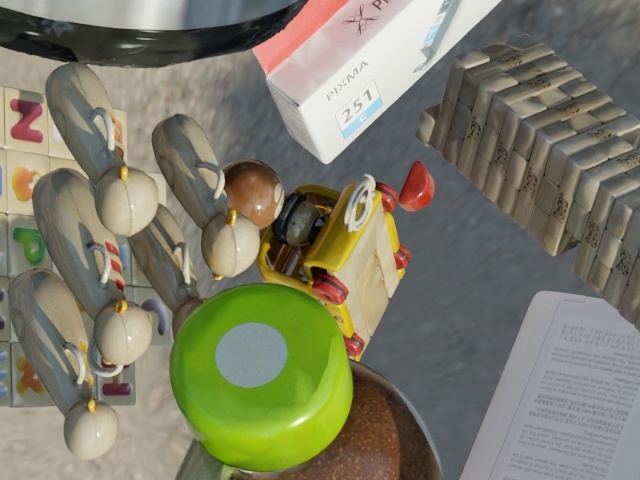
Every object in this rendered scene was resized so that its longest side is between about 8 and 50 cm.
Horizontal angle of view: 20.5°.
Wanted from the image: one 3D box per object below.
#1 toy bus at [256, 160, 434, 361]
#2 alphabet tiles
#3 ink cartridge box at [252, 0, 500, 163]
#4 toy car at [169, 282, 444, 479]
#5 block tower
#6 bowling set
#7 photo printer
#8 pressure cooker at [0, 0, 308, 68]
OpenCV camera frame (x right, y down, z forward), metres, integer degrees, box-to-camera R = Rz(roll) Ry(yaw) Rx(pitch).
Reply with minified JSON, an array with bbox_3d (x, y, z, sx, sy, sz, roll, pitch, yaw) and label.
[{"bbox_3d":[-0.001,0.010,1.384,0.104,0.191,0.202,21,112,19],"label":"toy bus"},{"bbox_3d":[-0.245,0.008,1.605,0.011,0.342,0.285,-7,83,32],"label":"alphabet tiles"},{"bbox_3d":[0.064,-0.251,1.850,0.296,0.261,0.066,-44,64,-8],"label":"ink cartridge box"},{"bbox_3d":[0.040,0.120,0.528,0.188,0.155,0.149,16,64,16],"label":"toy car"},{"bbox_3d":[0.219,-0.033,1.349,0.091,0.097,0.335,-22,50,-35],"label":"block tower"},{"bbox_3d":[-0.094,0.006,1.210,0.200,0.287,0.154,-13,56,-23],"label":"bowling set"},{"bbox_3d":[0.287,0.215,1.855,0.107,0.256,0.307,41,66,-44],"label":"photo printer"},{"bbox_3d":[-0.136,-0.375,1.186,0.369,0.375,0.420,20,124,6],"label":"pressure cooker"}]
